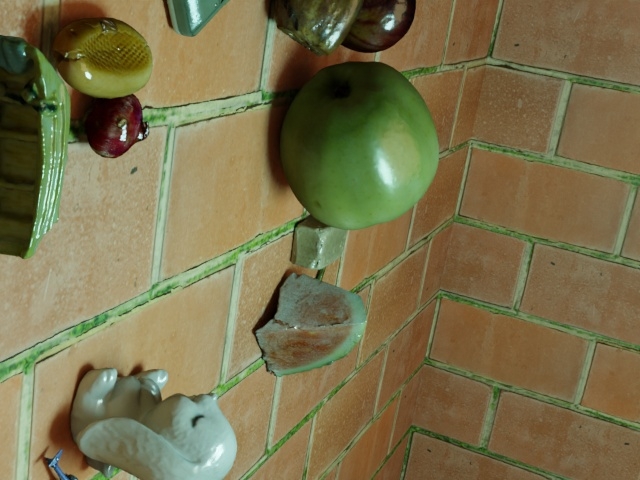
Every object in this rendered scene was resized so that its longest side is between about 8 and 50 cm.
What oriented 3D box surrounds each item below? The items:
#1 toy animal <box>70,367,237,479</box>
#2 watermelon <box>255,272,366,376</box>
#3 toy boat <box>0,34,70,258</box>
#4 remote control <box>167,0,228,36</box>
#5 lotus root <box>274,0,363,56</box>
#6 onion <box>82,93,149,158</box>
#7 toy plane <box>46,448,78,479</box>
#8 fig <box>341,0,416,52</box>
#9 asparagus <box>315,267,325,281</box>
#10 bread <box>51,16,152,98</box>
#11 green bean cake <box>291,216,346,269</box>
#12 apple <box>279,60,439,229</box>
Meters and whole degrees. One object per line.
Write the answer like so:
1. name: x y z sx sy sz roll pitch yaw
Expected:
1. toy animal: -0.269 0.338 1.571 0.272 0.265 0.205 32 76 -71
2. watermelon: -0.038 0.217 2.237 0.310 0.232 0.193 -27 -151 50
3. toy boat: -0.378 -0.118 1.157 0.084 0.111 0.276 -35 134 -68
4. remote control: -0.153 -0.479 1.554 0.128 0.066 0.335 87 27 -47
5. lotus root: 0.004 -0.519 1.816 0.290 0.193 0.193 -70 160 -4
6. onion: -0.300 -0.172 1.353 0.107 0.097 0.107 16 90 -90
7. toy plane: -0.418 0.409 1.527 0.054 0.062 0.167 -57 143 -40
8. fig: 0.099 -0.522 1.985 0.214 0.235 0.235 22 83 -39
9. asparagus: -0.002 0.098 2.454 0.024 0.025 0.248 23 81 -27
10. bread: -0.308 -0.253 1.276 0.189 0.077 0.114 -21 103 -60
11. green bean cake: 0.000 0.000 2.295 0.179 0.085 0.109 -28 132 -65
12. apple: 0.077 -0.208 1.995 0.357 0.357 0.357 16 90 -70
